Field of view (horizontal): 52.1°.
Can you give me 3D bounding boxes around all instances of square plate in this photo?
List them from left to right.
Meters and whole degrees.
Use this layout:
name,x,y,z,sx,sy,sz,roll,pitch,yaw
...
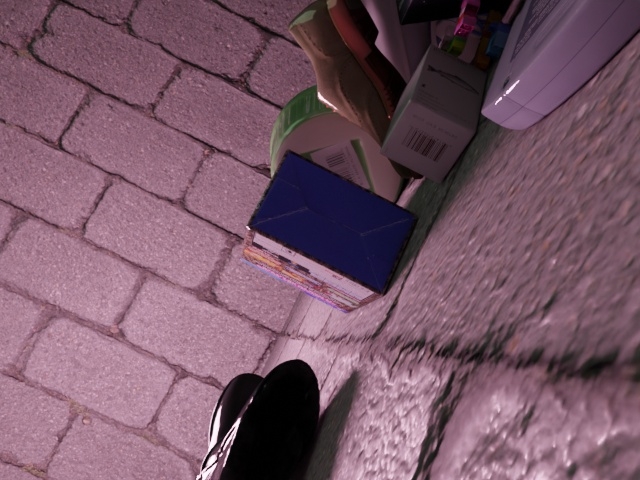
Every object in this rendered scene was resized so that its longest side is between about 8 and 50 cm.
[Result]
name,x,y,z,sx,sy,sz,roll,pitch,yaw
square plate,0.203,-0.439,1.215,0.344,0.049,0.347,-52,-37,-23

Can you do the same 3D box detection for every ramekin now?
name,x,y,z,sx,sy,sz,roll,pitch,yaw
ramekin,0.037,-0.165,1.367,0.148,0.303,0.304,-85,20,-62

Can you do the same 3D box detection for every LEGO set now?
name,x,y,z,sx,sy,sz,roll,pitch,yaw
LEGO set,0.244,-0.325,1.013,0.227,0.086,0.093,131,155,-87

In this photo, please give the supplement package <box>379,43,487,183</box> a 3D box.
name,x,y,z,sx,sy,sz,roll,pitch,yaw
supplement package,0.171,-0.192,0.979,0.179,0.105,0.105,-68,4,-46

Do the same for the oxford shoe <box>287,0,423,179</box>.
name,x,y,z,sx,sy,sz,roll,pitch,yaw
oxford shoe,0.071,-0.247,1.111,0.130,0.348,0.123,-20,21,27

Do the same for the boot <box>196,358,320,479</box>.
name,x,y,z,sx,sy,sz,roll,pitch,yaw
boot,-0.115,0.321,1.158,0.445,0.146,0.367,113,170,-50

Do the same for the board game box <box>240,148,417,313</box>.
name,x,y,z,sx,sy,sz,roll,pitch,yaw
board game box,0.000,0.000,1.121,0.141,0.231,0.291,-64,3,-14

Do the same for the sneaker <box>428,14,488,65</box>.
name,x,y,z,sx,sy,sz,roll,pitch,yaw
sneaker,0.280,-0.436,1.137,0.131,0.111,0.297,31,114,57

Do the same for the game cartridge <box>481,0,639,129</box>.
name,x,y,z,sx,sy,sz,roll,pitch,yaw
game cartridge,0.240,-0.227,0.565,0.196,0.060,0.294,-61,1,-24

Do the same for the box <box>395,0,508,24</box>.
name,x,y,z,sx,sy,sz,roll,pitch,yaw
box,0.195,-0.522,0.900,0.343,0.178,0.313,126,135,-83
